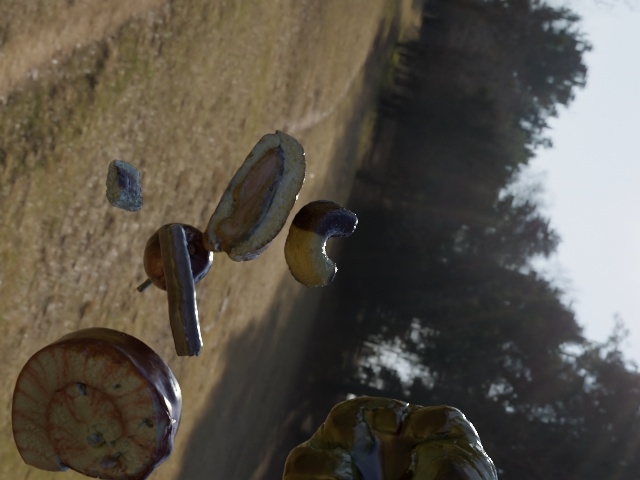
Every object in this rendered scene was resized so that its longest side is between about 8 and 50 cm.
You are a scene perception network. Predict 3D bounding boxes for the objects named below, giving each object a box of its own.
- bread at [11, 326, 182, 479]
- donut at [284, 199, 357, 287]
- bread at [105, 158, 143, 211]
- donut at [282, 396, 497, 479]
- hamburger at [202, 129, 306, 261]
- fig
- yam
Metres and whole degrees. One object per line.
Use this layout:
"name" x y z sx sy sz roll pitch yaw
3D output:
"bread" -0.436 0.323 1.812 0.114 0.328 0.295 -41 138 -73
"donut" -0.001 0.002 2.186 0.085 0.141 0.217 10 -103 49
"bread" -0.337 -0.093 1.597 0.070 0.035 0.083 27 51 -57
"donut" 0.114 0.400 1.483 0.360 0.361 0.170 -68 152 -49
"hamburger" -0.154 -0.087 2.216 0.329 0.162 0.209 -65 -176 -16
"fig" -0.361 0.047 2.260 0.207 0.175 0.175 -29 -141 63
"yam" -0.248 0.087 1.633 0.057 0.057 0.241 59 21 -84
